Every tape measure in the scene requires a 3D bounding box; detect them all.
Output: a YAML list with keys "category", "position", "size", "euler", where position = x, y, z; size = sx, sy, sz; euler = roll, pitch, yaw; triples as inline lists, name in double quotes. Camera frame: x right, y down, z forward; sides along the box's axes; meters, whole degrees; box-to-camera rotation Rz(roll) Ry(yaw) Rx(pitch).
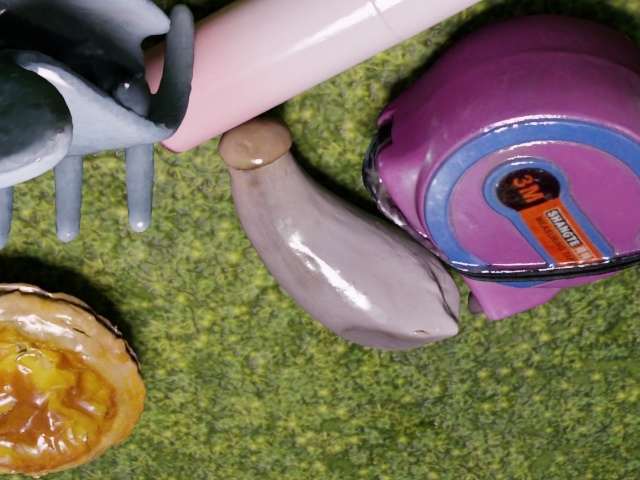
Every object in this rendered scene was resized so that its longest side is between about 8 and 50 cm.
- category: "tape measure"
  position: [0.166, -0.062, 1.145]
  size: [0.245, 0.149, 0.231]
  euler: [-21, 132, 25]

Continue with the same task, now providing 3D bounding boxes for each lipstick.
- category: "lipstick"
  position: [0.009, -0.172, 1.076]
  size: [0.326, 0.087, 0.087]
  euler: [-25, 127, 20]

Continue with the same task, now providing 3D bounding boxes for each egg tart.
- category: "egg tart"
  position: [-0.279, 0.120, 1.315]
  size: [0.241, 0.106, 0.241]
  euler: [-3, 131, -3]

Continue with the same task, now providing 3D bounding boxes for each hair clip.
- category: "hair clip"
  position: [-0.264, -0.115, 0.990]
  size: [0.318, 0.392, 0.238]
  euler: [-8, 158, 16]

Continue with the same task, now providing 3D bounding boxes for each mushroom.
- category: "mushroom"
  position: [0.000, 0.000, 1.218]
  size: [0.118, 0.103, 0.270]
  euler: [-28, 124, 37]
